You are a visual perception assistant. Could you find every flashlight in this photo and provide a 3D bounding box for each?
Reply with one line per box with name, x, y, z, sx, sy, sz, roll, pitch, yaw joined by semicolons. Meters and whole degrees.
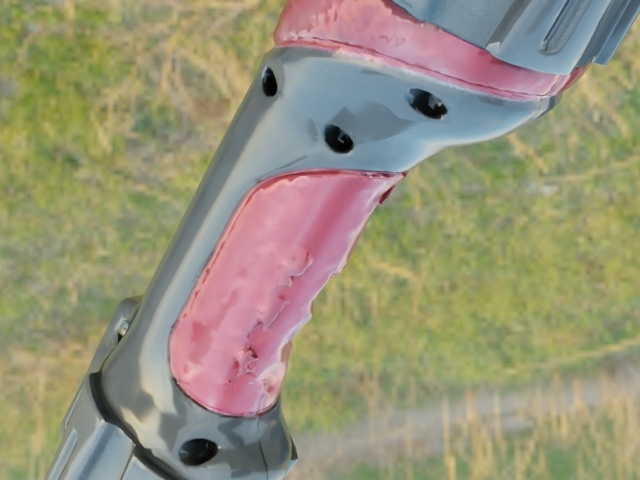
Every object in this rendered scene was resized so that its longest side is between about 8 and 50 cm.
flashlight;0.000;0.000;0.522;0.103;0.103;0.304;23;119;-9
